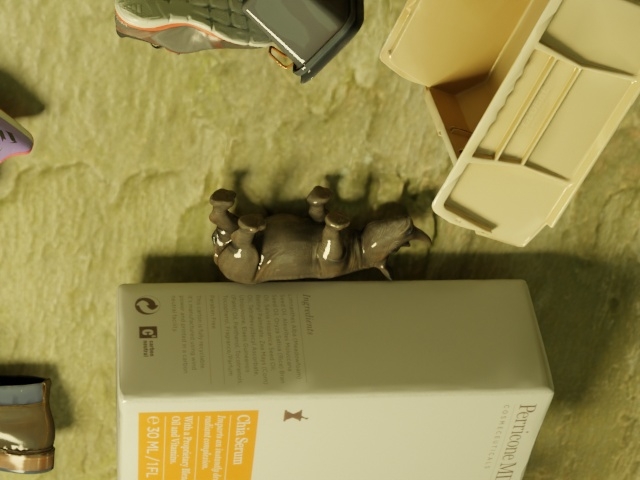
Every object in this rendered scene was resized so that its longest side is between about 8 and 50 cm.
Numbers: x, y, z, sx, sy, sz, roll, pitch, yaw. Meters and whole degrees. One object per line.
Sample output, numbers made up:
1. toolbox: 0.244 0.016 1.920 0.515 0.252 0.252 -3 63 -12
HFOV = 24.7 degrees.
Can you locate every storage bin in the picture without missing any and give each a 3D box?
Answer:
1. storage bin: -0.025 -0.218 1.360 0.091 0.135 0.098 40 113 -18
2. storage bin: 0.173 -0.175 1.333 0.123 0.262 0.260 16 123 -22

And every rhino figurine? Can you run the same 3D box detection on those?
1. rhino figurine: 0.000 0.000 1.555 0.243 0.073 0.106 0 136 -11

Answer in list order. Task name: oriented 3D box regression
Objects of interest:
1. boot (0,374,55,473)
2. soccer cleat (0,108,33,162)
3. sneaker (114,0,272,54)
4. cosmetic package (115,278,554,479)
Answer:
1. boot: -0.405 0.195 1.659 0.219 0.082 0.106 8 100 -2
2. soccer cleat: -0.408 -0.014 1.469 0.116 0.109 0.318 24 117 -28
3. sneaker: -0.123 -0.208 1.405 0.158 0.061 0.065 10 151 -14
4. cosmetic package: 0.003 0.175 1.610 0.453 0.161 0.230 -1 138 -8
